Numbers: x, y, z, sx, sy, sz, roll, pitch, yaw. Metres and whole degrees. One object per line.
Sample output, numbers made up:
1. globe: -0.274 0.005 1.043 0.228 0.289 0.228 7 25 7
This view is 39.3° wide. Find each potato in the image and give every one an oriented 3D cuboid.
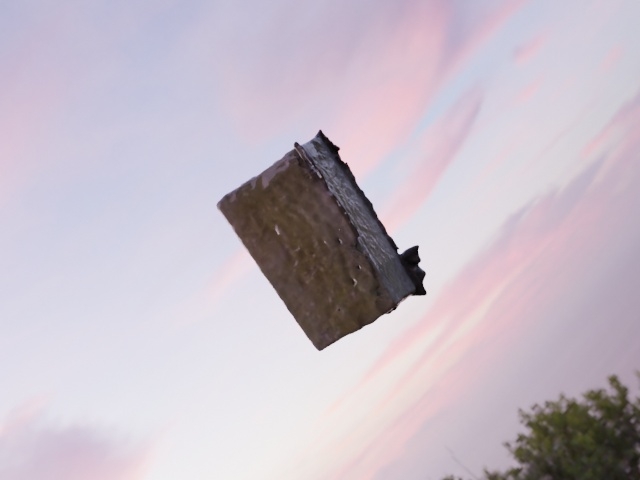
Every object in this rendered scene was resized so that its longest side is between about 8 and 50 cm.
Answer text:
1. potato: 0.001 0.002 0.545 0.086 0.122 0.061 -35 -4 25
